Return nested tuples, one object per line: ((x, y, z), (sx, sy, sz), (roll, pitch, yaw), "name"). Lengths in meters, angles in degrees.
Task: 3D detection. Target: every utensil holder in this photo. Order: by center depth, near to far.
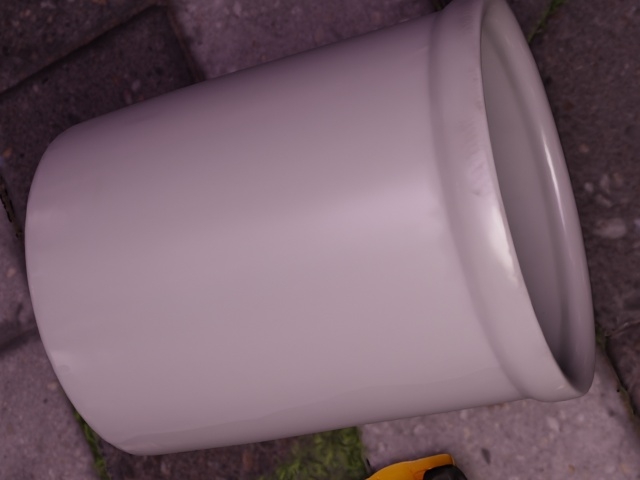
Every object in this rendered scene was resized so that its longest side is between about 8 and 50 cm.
((0.000, 0.000, 1.060), (0.385, 0.327, 0.327), (-12, 81, 21), "utensil holder")

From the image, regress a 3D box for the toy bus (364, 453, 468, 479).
((0.091, 0.323, 1.083), (0.149, 0.220, 0.211), (-26, 109, 21), "toy bus")
